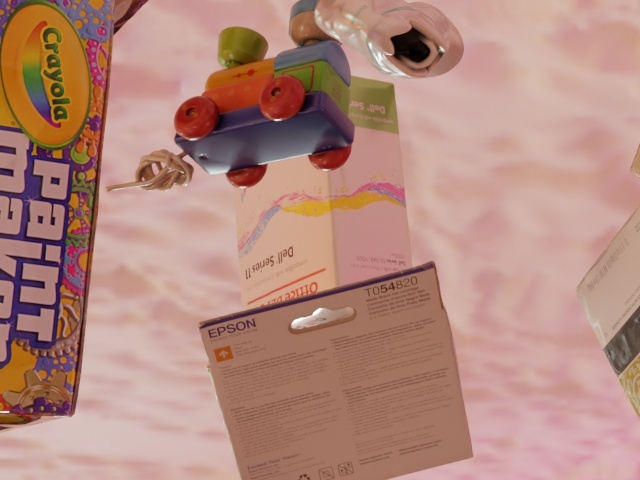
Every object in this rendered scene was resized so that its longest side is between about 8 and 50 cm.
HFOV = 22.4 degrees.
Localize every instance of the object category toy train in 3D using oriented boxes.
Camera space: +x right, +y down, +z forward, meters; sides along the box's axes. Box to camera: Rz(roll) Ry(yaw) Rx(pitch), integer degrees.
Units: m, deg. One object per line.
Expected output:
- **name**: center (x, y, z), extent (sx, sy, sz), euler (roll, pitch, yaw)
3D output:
- **toy train**: center (-0.085, -0.129, 1.457), extent (0.248, 0.143, 0.105), euler (-10, 146, 28)

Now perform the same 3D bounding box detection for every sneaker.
- **sneaker**: center (0.055, -0.121, 1.009), extent (0.061, 0.053, 0.152), euler (40, -165, 27)

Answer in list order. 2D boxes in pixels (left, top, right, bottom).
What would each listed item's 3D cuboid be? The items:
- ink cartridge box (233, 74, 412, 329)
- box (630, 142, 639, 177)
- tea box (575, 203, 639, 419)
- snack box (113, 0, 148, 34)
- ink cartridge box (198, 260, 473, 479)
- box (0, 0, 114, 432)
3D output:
- **ink cartridge box**: center (0.000, 0.000, 1.935), extent (0.119, 0.353, 0.207), euler (7, 160, -35)
- **box**: center (0.396, -0.051, 1.311), extent (0.275, 0.094, 0.113), euler (16, -171, -28)
- **tea box**: center (0.495, 0.101, 1.630), extent (0.329, 0.323, 0.220), euler (-10, 150, -25)
- **snack box**: center (-0.151, -0.118, 0.933), extent (0.178, 0.022, 0.064), euler (-39, 166, 31)
- **ink cartridge box**: center (0.015, 0.129, 1.483), extent (0.223, 0.045, 0.224), euler (-14, 120, -2)
- **box**: center (-0.264, -0.013, 0.716), extent (0.279, 0.177, 0.290), euler (7, 169, -19)
